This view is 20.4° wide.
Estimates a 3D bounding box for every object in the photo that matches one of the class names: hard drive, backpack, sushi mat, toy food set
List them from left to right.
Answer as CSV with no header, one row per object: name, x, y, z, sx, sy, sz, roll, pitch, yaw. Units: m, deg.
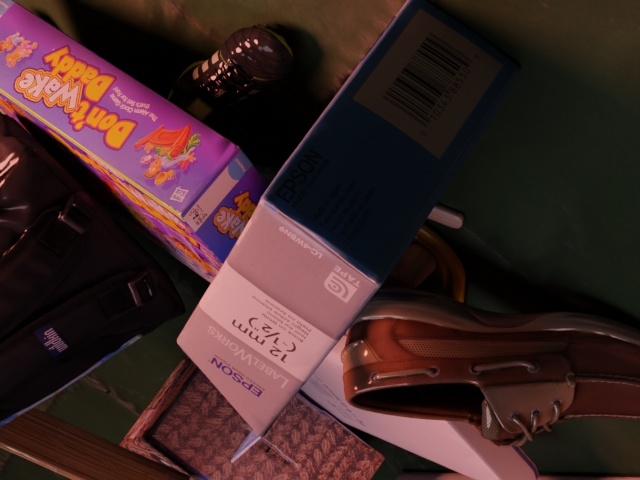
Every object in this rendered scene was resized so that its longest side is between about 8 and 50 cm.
backpack,-0.365,0.064,1.712,0.273,0.355,0.290,39,173,47
sushi mat,-0.281,0.219,1.903,0.316,0.019,0.151,26,-168,-9
hard drive,0.059,0.157,1.860,0.318,0.040,0.210,18,156,48
toy food set,0.066,0.036,1.679,0.128,0.071,0.218,26,153,18

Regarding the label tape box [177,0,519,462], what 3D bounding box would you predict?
label tape box,0.000,0.000,1.434,0.115,0.249,0.348,36,145,-2

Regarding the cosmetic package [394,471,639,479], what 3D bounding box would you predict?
cosmetic package,0.211,0.386,1.923,0.161,0.230,0.453,45,154,-21

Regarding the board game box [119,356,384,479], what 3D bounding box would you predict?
board game box,-0.090,0.251,2.102,0.232,0.141,0.291,38,164,-5

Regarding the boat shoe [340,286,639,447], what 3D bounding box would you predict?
boat shoe,0.173,0.132,1.594,0.324,0.116,0.123,7,149,11

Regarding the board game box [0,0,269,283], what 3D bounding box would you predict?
board game box,-0.165,-0.072,1.636,0.347,0.078,0.233,33,168,36

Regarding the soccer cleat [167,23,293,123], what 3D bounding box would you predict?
soccer cleat,-0.082,-0.138,1.558,0.060,0.072,0.179,43,153,-16
